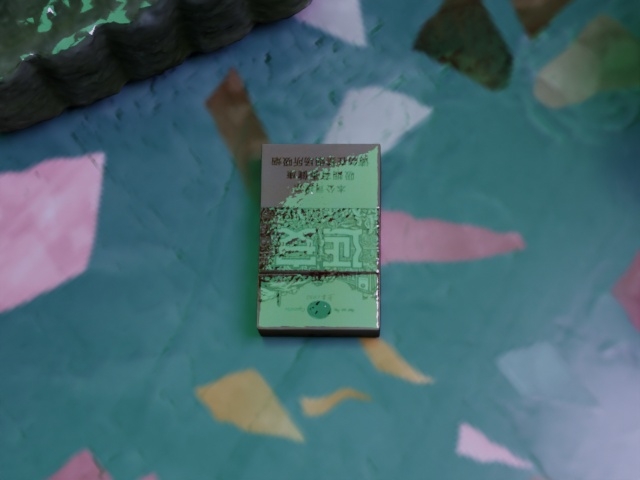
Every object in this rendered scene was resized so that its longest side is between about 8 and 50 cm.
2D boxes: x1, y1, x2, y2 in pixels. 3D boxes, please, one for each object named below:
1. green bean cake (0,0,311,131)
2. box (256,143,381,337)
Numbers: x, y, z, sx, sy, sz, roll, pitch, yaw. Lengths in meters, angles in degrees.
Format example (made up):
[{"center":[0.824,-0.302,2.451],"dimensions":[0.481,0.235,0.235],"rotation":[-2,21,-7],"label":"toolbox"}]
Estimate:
[{"center":[-0.108,-0.158,0.622],"dimensions":[0.185,0.094,0.183],"rotation":[-25,77,-3],"label":"green bean cake"},{"center":[0.000,0.000,0.613],"dimensions":[0.053,0.024,0.083],"rotation":[-1,74,3],"label":"box"}]
